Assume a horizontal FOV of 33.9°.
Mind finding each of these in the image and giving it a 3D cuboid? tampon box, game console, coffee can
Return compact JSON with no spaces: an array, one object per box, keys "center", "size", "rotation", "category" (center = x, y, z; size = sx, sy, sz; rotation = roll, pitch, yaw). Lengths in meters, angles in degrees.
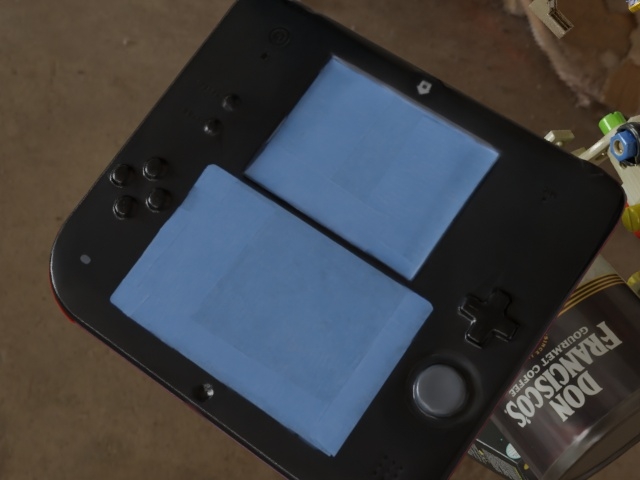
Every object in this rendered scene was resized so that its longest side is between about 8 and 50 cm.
[{"center":[0.319,0.321,1.742],"size":[0.120,0.101,0.161],"rotation":[-45,38,-18],"category":"tampon box"},{"center":[0.000,0.000,0.860],"size":[0.386,0.060,0.342],"rotation":[33,85,17],"category":"game console"},{"center":[0.229,0.094,1.093],"size":[0.201,0.202,0.275],"rotation":[-21,60,-31],"category":"coffee can"}]

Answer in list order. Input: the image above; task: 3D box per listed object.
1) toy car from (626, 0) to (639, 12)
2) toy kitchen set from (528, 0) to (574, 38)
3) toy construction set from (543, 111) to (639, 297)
[{"center":[0.352,-0.329,1.246],"size":[0.060,0.040,0.122],"rotation":[11,64,-38],"category":"toy car"},{"center":[0.393,-0.383,1.665],"size":[0.075,0.083,0.068],"rotation":[48,45,5],"category":"toy kitchen set"},{"center":[0.362,-0.020,1.201],"size":[0.151,0.215,0.328],"rotation":[-30,71,-25],"category":"toy construction set"}]
